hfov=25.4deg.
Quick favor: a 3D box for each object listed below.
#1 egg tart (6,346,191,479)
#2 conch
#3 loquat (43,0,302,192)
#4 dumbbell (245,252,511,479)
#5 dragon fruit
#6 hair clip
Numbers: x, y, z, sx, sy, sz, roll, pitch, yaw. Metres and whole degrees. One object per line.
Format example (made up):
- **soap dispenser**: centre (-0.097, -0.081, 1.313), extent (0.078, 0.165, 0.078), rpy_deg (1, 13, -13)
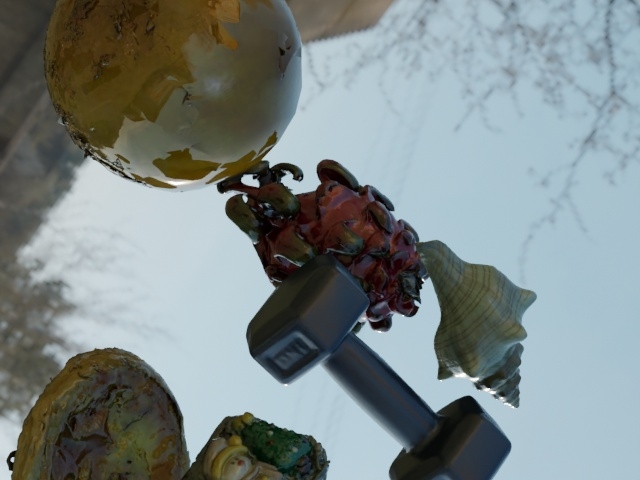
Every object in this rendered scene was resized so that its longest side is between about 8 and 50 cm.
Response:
- **egg tart**: centre (-0.285, 0.272, 1.742), extent (0.115, 0.290, 0.290), rpy_deg (1, -129, 37)
- **conch**: centre (0.198, 0.107, 1.686), extent (0.114, 0.137, 0.234), rpy_deg (-108, -172, -55)
- **loquat**: centre (-0.130, -0.157, 1.254), extent (0.235, 0.235, 0.235), rpy_deg (-51, -166, 18)
- **dumbbell**: centre (0.066, 0.171, 1.631), extent (0.160, 0.325, 0.144), rpy_deg (-50, -169, -26)
- **dragon fruit**: centre (0.008, 0.000, 1.792), extent (0.198, 0.273, 0.218), rpy_deg (-17, -138, 49)
- **hair clip**: centre (-0.102, 0.274, 1.385), extent (0.321, 0.138, 0.091), rpy_deg (-51, 161, -42)
